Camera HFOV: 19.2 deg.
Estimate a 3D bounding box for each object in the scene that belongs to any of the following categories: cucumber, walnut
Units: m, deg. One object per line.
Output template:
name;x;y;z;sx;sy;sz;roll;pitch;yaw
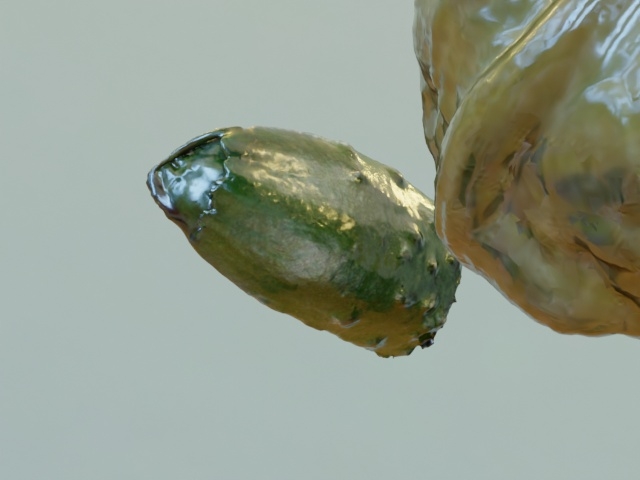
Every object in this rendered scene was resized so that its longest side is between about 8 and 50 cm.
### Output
cucumber;0.002;0.000;1.591;0.325;0.145;0.105;28;25;-45
walnut;0.185;-0.082;1.095;0.253;0.282;0.277;-6;-33;-3
